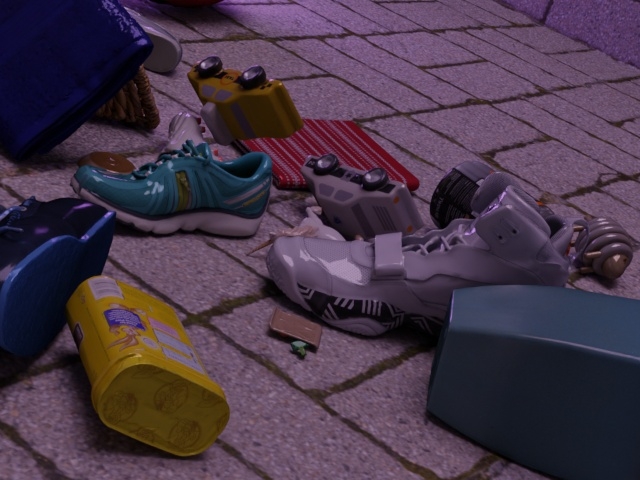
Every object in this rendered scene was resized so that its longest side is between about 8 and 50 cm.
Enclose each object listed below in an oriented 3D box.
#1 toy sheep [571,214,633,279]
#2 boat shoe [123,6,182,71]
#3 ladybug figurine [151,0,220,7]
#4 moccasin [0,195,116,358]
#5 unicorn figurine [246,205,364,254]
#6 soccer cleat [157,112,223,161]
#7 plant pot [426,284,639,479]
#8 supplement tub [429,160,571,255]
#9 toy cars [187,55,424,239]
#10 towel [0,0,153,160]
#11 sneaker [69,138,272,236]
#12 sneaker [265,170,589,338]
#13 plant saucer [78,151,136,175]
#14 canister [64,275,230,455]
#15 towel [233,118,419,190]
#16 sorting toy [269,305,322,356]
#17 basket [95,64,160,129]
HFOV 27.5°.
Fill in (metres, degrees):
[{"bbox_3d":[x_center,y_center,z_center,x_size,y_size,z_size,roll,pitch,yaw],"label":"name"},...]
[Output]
[{"bbox_3d":[0.423,0.007,1.970,0.091,0.091,0.132,9,44,-27],"label":"toy sheep"},{"bbox_3d":[-0.330,-0.342,2.135,0.227,0.079,0.081,26,15,-3],"label":"boat shoe"},{"bbox_3d":[-0.295,-0.554,2.482,0.449,0.162,0.305,2,41,-51],"label":"ladybug figurine"},{"bbox_3d":[-0.296,0.031,1.273,0.116,0.138,0.342,17,8,1],"label":"moccasin"},{"bbox_3d":[0.000,0.000,1.649,0.162,0.060,0.111,18,17,2],"label":"unicorn figurine"},{"bbox_3d":[-0.187,-0.122,1.763,0.076,0.068,0.196,-9,28,-16],"label":"soccer cleat"},{"bbox_3d":[0.240,0.145,1.409,0.234,0.165,0.166,13,22,2],"label":"plant pot"},{"bbox_3d":[0.255,-0.023,1.849,0.117,0.117,0.190,-2,32,-44],"label":"supplement tub"},{"bbox_3d":[-0.040,-0.111,1.758,0.393,0.176,0.087,40,68,7],"label":"toy cars"},{"bbox_3d":[-0.379,-0.276,1.670,0.308,0.227,0.076,50,0,14],"label":"towel"},{"bbox_3d":[-0.178,-0.075,1.602,0.275,0.110,0.107,0,30,-39],"label":"sneaker"},{"bbox_3d":[0.132,0.012,1.537,0.365,0.210,0.137,18,22,-6],"label":"sneaker"},{"bbox_3d":[-0.271,-0.096,1.691,0.083,0.015,0.083,17,22,-7],"label":"plant saucer"},{"bbox_3d":[-0.165,0.112,1.211,0.126,0.073,0.170,30,13,-33],"label":"canister"},{"bbox_3d":[-0.002,-0.129,1.983,0.274,0.031,0.199,-1,33,-39],"label":"towel"},{"bbox_3d":[-0.029,0.103,1.451,0.062,0.012,0.083,25,19,-3],"label":"sorting toy"},{"bbox_3d":[-0.345,-0.324,1.885,0.223,0.213,0.299,7,27,-29],"label":"basket"}]
